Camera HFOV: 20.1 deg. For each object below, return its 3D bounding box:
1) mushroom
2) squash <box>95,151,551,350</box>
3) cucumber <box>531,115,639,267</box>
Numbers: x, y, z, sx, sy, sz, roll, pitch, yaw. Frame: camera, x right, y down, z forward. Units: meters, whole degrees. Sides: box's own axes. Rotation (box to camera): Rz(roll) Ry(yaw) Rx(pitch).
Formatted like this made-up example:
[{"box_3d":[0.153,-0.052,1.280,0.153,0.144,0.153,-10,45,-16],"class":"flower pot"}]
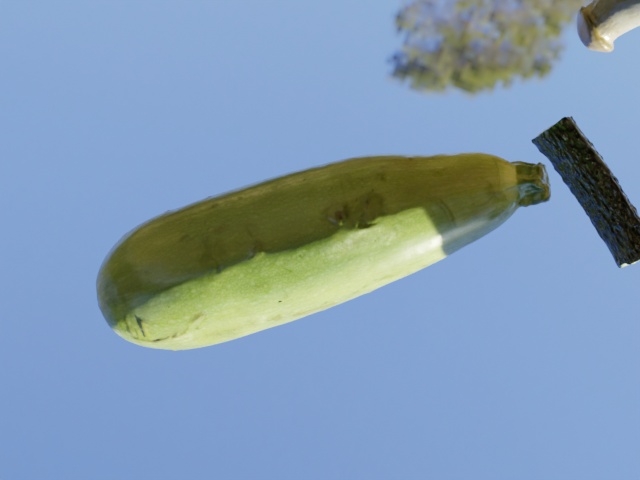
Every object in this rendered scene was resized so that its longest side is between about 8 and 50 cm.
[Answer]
[{"box_3d":[0.407,-0.272,1.981,0.270,0.118,0.103,-1,176,34],"class":"mushroom"},{"box_3d":[-0.003,-0.003,1.414,0.370,0.118,0.118,-17,-150,10],"class":"squash"},{"box_3d":[0.312,-0.054,2.025,0.187,0.058,0.058,55,-145,-2],"class":"cucumber"}]
